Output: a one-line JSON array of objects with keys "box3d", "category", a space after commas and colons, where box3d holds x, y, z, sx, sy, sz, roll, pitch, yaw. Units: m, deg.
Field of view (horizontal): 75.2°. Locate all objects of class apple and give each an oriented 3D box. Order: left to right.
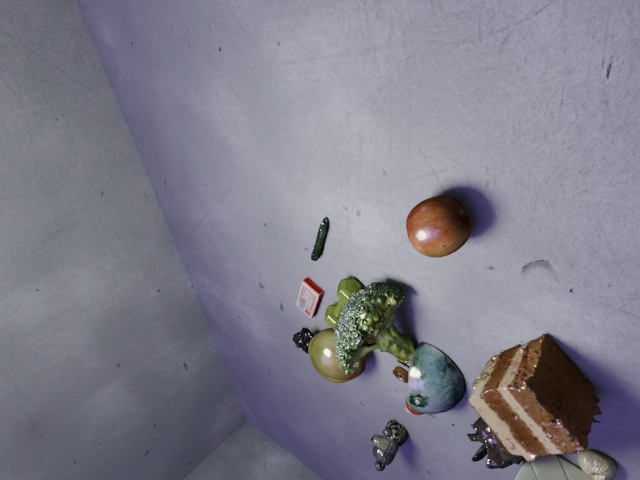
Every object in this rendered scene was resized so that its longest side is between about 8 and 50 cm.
[{"box3d": [0.365, -0.044, 1.281, 0.174, 0.188, 0.188, -26, 97, 43], "category": "apple"}]

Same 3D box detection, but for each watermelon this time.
[{"box3d": [0.460, 0.603, 1.686, 0.188, 0.175, 0.321, 6, 123, 46], "category": "watermelon"}]

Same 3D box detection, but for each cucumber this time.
[{"box3d": [-0.001, 0.000, 1.838, 0.044, 0.043, 0.256, 34, 138, 18], "category": "cucumber"}]

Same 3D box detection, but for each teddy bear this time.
[{"box3d": [0.344, 1.019, 2.108, 0.144, 0.251, 0.171, 40, 127, 17], "category": "teddy bear"}]

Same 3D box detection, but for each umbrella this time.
[{"box3d": [-0.076, 0.541, 2.226, 0.272, 0.111, 0.121, 163, 117, -75], "category": "umbrella"}]

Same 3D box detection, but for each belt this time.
[{"box3d": [0.374, 0.617, 1.910, 0.083, 0.036, 0.059, 32, 144, 28], "category": "belt"}]

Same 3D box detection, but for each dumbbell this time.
[{"box3d": [0.102, 0.289, 1.894, 0.301, 0.122, 0.108, 109, 147, -48], "category": "dumbbell"}]

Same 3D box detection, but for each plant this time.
[{"box3d": [0.668, 0.720, 1.545, 0.188, 0.199, 0.276, 52, 140, 14], "category": "plant"}]

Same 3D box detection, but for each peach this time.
[{"box3d": [0.084, 0.545, 2.000, 0.293, 0.247, 0.292, 14, 149, 8], "category": "peach"}]

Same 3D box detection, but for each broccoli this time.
[{"box3d": [0.257, 0.333, 1.667, 0.274, 0.398, 0.352, -113, 38, -55], "category": "broccoli"}]

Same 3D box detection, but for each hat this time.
[{"box3d": [0.436, 0.766, 1.934, 0.112, 0.094, 0.162, 49, 163, 24], "category": "hat"}]

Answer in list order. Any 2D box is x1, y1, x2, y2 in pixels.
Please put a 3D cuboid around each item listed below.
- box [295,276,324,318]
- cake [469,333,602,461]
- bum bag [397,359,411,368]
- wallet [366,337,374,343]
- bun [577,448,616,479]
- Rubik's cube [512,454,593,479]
[{"box3d": [-0.056, 0.294, 2.121, 0.123, 0.050, 0.229, 39, 141, 19], "category": "box"}, {"box3d": [0.660, 0.495, 1.315, 0.282, 0.256, 0.290, 52, 140, 7], "category": "cake"}, {"box3d": [0.390, 0.538, 1.830, 0.125, 0.034, 0.057, 30, 128, 29], "category": "bum bag"}, {"box3d": [0.220, 0.405, 1.924, 0.095, 0.026, 0.176, 23, 133, 43], "category": "wallet"}, {"box3d": [0.920, 0.760, 1.388, 0.115, 0.069, 0.115, 30, 138, 31], "category": "bun"}, {"box3d": [0.824, 0.997, 1.472, 0.319, 0.322, 0.315, 25, 135, 36], "category": "Rubik's cube"}]
